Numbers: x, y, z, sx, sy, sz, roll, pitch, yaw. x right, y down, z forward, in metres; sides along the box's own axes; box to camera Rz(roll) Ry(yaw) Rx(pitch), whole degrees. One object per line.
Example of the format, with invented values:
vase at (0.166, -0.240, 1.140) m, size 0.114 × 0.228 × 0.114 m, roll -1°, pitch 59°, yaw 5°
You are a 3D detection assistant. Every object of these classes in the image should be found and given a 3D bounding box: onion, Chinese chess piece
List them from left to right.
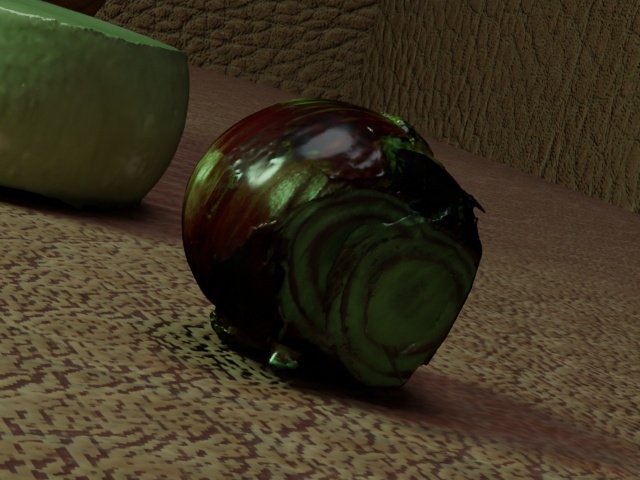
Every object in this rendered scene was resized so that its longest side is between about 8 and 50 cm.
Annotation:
Chinese chess piece at (-0.200, -0.096, 0.873) m, size 0.250 × 0.101 × 0.250 m, roll 16°, pitch 7°, yaw -2°
onion at (0.000, 0.000, 0.592) m, size 0.117 × 0.118 × 0.118 m, roll 50°, pitch -10°, yaw -27°

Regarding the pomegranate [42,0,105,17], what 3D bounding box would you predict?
pomegranate at (-0.293, -0.308, 1.100) m, size 0.412 × 0.411 × 0.411 m, roll 16°, pitch 7°, yaw -2°
